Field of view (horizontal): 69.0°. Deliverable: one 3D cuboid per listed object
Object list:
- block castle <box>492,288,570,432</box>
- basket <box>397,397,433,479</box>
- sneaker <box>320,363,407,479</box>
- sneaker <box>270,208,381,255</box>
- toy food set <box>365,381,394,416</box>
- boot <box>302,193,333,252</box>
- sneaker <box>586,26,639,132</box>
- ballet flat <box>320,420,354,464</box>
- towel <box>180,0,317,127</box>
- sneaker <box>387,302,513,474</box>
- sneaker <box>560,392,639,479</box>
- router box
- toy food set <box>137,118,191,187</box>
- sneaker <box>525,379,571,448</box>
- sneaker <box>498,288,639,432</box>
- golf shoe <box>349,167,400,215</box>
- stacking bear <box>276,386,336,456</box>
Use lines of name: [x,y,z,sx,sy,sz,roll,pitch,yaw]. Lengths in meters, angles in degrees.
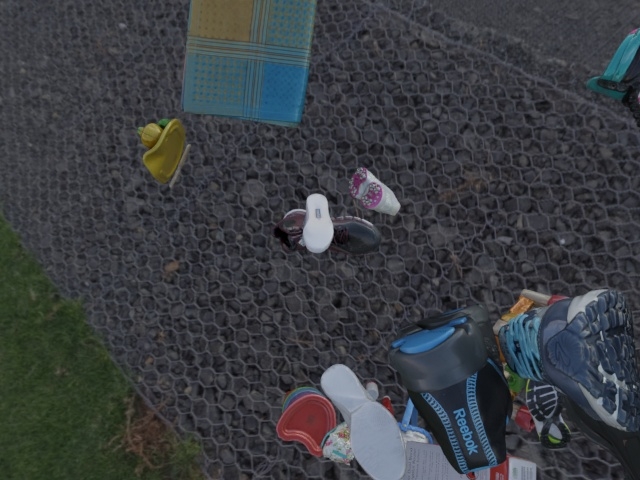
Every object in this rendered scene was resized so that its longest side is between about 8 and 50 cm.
block castle: [0.777,0.430,1.674,0.213,0.453,0.303,19,40,42]
basket: [0.304,0.725,1.660,0.201,0.254,0.289,7,29,26]
sneaker: [0.078,0.295,0.743,0.080,0.094,0.212,-32,40,-4]
sneaker: [0.000,0.000,1.181,0.281,0.162,0.106,10,112,24]
toy food set: [0.168,0.533,1.486,0.111,0.104,0.232,-28,96,8]
boot: [-0.007,-0.018,1.072,0.069,0.086,0.190,4,42,-1]
sneaker: [0.618,-0.277,0.912,0.178,0.124,0.295,16,113,36]
ballet flat: [0.086,0.434,1.045,0.077,0.241,0.091,25,107,27]
towel: [-0.151,-0.447,1.009,0.271,0.040,0.370,8,103,-4]
sneaker: [0.164,0.162,0.578,0.125,0.341,0.139,-24,80,19]
sneaker: [0.488,0.297,0.716,0.109,0.130,0.286,-11,40,-8]
router box: [0.282,0.604,0.945,0.301,0.082,0.335,-28,45,56]
toy food set: [-0.342,-0.191,0.982,0.071,0.218,0.128,21,82,-5]
sneaker: [0.680,0.499,1.434,0.111,0.300,0.121,-16,24,8]
sneaker: [0.229,0.111,0.445,0.122,0.283,0.110,-9,74,33]
golf shoe: [0.203,-0.181,1.785,0.115,0.140,0.306,-55,27,19]
stacking bear: [-0.056,0.556,1.516,0.175,0.289,0.164,30,77,-6]
